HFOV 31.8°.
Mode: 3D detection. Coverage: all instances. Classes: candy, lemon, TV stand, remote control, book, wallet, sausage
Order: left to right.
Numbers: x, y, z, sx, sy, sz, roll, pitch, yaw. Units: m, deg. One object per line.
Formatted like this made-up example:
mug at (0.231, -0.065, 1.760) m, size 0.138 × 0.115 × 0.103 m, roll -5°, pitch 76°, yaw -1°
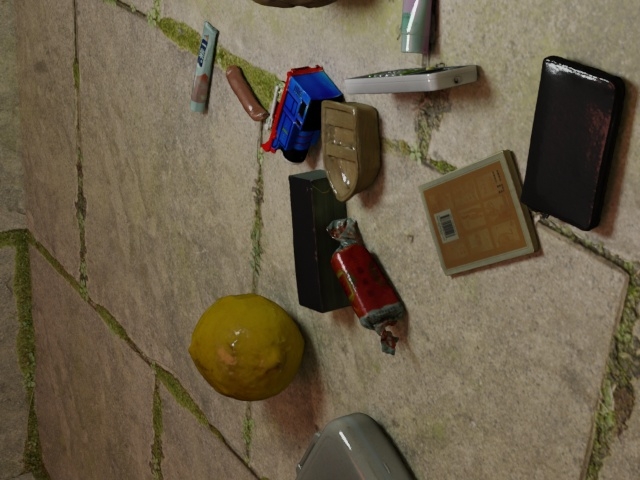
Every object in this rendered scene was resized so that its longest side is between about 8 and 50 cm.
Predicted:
sausage at (-0.159, -0.310, 2.387) m, size 0.158 × 0.036 × 0.042 m, roll 57°, pitch 151°, yaw 27°
lemon at (-0.157, 0.230, 2.408) m, size 0.288 × 0.234 × 0.233 m, roll 13°, pitch 112°, yaw 59°
TV stand at (0.000, 0.000, 2.214) m, size 0.088 × 0.083 × 0.269 m, roll 15°, pitch 113°, yaw 56°
candy at (0.085, 0.083, 2.111) m, size 0.292 × 0.086 × 0.059 m, roll 63°, pitch 156°, yaw 20°
remote control at (0.146, -0.266, 1.865) m, size 0.250 × 0.103 × 0.034 m, roll 10°, pitch 113°, yaw 57°
book at (0.256, -0.041, 1.856) m, size 0.242 × 0.018 × 0.170 m, roll -20°, pitch 85°, yaw 58°
wallet at (0.365, -0.135, 1.629) m, size 0.149 × 0.044 × 0.250 m, roll 30°, pitch 126°, yaw 44°

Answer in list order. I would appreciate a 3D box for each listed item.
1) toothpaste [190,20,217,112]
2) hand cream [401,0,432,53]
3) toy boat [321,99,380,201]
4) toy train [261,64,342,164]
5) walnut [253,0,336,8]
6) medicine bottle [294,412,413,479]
toothpaste at (-0.263, -0.388, 2.525) m, size 0.056 × 0.036 × 0.205 m, roll 43°, pitch 131°, yaw 40°
hand cream at (0.160, -0.398, 1.855) m, size 0.076 × 0.047 × 0.174 m, roll 19°, pitch 109°, yaw 55°
toy boat at (0.058, -0.166, 2.080) m, size 0.116 × 0.061 × 0.188 m, roll 22°, pitch 120°, yaw 51°
toy train at (-0.041, -0.239, 2.187) m, size 0.131 × 0.083 × 0.204 m, roll 52°, pitch 141°, yaw 31°
walnut at (-0.046, -0.536, 1.945) m, size 0.273 × 0.227 × 0.273 m, roll 31°, pitch 130°, yaw 46°
medicine bottle at (0.058, 0.533, 2.282) m, size 0.282 × 0.123 × 0.375 m, roll 56°, pitch 143°, yaw 28°
